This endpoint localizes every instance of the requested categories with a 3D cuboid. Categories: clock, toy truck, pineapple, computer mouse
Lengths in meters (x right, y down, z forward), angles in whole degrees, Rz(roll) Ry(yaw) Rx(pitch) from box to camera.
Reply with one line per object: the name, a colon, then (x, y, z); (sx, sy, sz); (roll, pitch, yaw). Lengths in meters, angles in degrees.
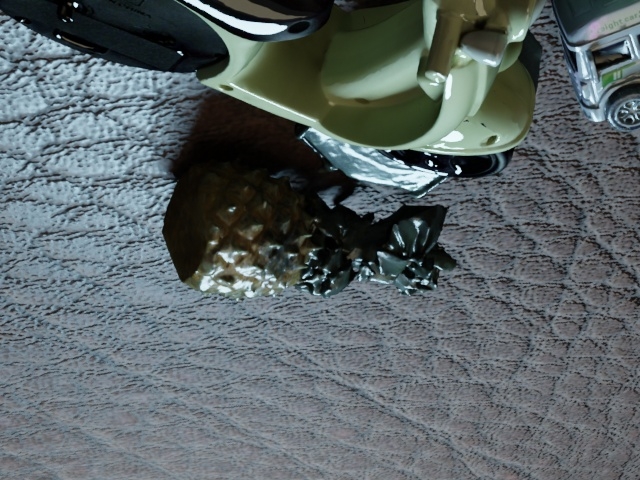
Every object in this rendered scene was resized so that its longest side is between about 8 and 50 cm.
clock: (-0.017, -0.140, 0.850); (0.379, 0.120, 0.276); (17, 165, -16)
toy truck: (0.267, -0.172, 1.010); (0.216, 0.110, 0.116); (-19, 133, 13)
pineapple: (0.000, 0.000, 1.167); (0.237, 0.119, 0.111); (6, 110, -26)
computer mouse: (0.072, -0.108, 1.072); (0.126, 0.071, 0.231); (23, 145, -22)
